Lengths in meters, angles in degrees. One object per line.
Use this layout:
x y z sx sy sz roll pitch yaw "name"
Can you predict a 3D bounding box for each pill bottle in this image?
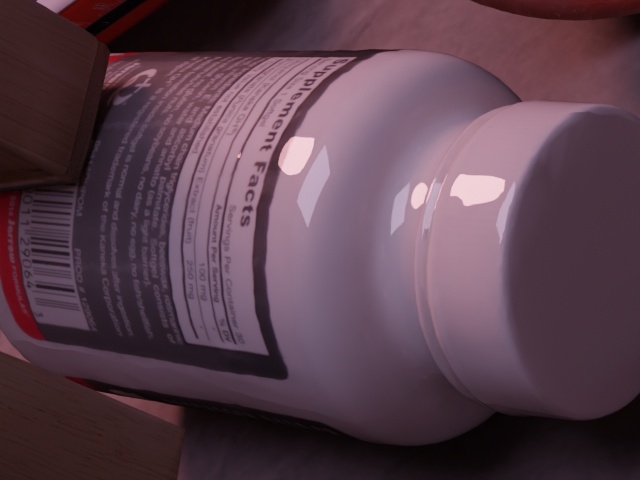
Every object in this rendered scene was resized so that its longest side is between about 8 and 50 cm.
0.000 0.000 0.883 0.318 0.176 0.176 5 62 44 "pill bottle"

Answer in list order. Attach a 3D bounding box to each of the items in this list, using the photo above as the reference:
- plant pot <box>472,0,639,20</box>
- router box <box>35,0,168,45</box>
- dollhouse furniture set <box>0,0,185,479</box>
0.121 -0.295 0.973 0.272 0.272 0.265 -33 33 16 "plant pot"
-0.233 -0.258 1.211 0.301 0.082 0.335 -31 76 30 "router box"
-0.268 0.054 0.787 0.362 0.256 0.394 -5 66 41 "dollhouse furniture set"
